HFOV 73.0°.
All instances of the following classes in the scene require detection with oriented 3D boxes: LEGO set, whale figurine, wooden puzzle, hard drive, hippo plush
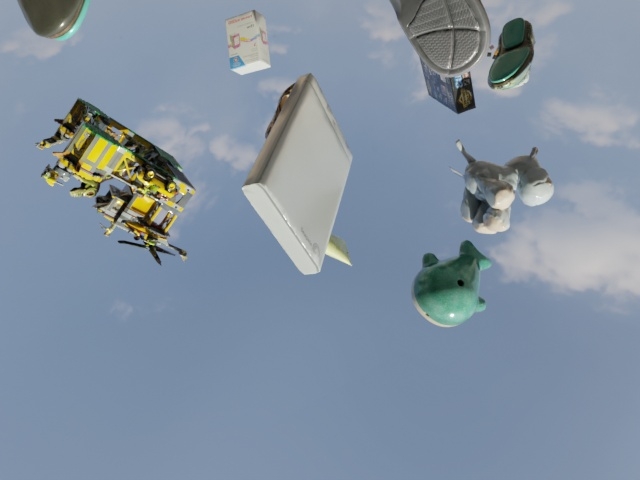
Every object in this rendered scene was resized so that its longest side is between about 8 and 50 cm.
[{"bbox_3d":[-0.375,-0.092,0.765,0.192,0.255,0.331,-54,-134,4],"label":"LEGO set"},{"bbox_3d":[0.370,0.102,1.161,0.216,0.141,0.272,45,-114,9],"label":"whale figurine"},{"bbox_3d":[0.441,-0.447,1.026,0.083,0.049,0.006,30,-149,14],"label":"wooden puzzle"},{"bbox_3d":[-0.024,-0.142,0.870,0.047,0.233,0.353,-8,-135,28],"label":"hard drive"},{"bbox_3d":[0.581,-0.164,1.369,0.237,0.234,0.294,-15,-129,-9],"label":"hippo plush"}]

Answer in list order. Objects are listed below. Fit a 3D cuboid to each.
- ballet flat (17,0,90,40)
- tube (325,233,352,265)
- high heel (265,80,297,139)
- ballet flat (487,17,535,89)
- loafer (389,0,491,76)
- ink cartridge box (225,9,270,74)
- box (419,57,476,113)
[{"bbox_3d":[-0.257,-0.333,0.401,0.095,0.096,0.280,0,-102,24],"label":"ballet flat"},{"bbox_3d":[0.000,0.000,1.192,0.062,0.240,0.070,10,-100,48],"label":"tube"},{"bbox_3d":[-0.115,-0.460,1.543,0.093,0.186,0.261,27,-80,-15],"label":"high heel"},{"bbox_3d":[0.315,-0.286,0.697,0.070,0.070,0.188,18,-121,14],"label":"ballet flat"},{"bbox_3d":[0.103,-0.332,0.481,0.109,0.302,0.095,-18,-158,38],"label":"loafer"},{"bbox_3d":[-0.176,-0.477,1.046,0.089,0.052,0.122,-5,-88,24],"label":"ink cartridge box"},{"bbox_3d":[0.398,-0.595,1.421,0.073,0.295,0.293,-20,-150,5],"label":"box"}]
